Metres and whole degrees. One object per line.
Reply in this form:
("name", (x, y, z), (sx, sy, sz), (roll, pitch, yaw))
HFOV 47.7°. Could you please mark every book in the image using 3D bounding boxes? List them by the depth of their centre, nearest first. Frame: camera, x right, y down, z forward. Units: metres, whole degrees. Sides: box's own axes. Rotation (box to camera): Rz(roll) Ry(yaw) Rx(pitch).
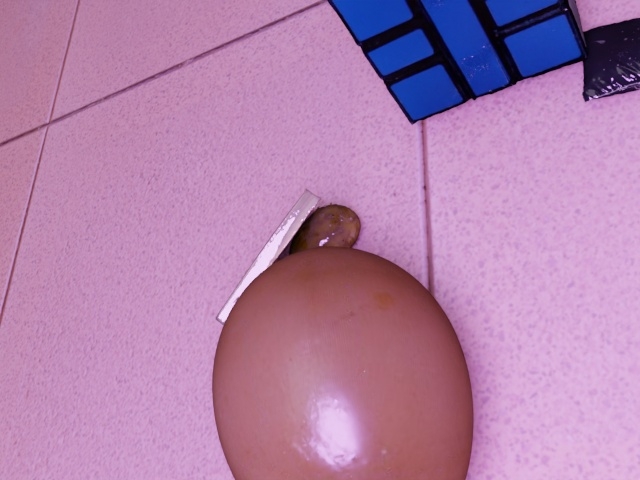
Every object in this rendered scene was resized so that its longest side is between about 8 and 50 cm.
("book", (-0.076, 0.022, 1.067), (0.025, 0.283, 0.214), (36, 90, -3))

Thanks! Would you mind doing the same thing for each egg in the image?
("egg", (0.025, 0.185, 0.849), (0.301, 0.301, 0.373), (-23, 56, 23))

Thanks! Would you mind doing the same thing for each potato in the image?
("potato", (0.000, 0.000, 1.119), (0.138, 0.070, 0.091), (-43, 34, 7))

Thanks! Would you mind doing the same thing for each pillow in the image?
("pillow", (0.450, -0.257, 0.955), (0.208, 0.055, 0.141), (-11, 50, 31))

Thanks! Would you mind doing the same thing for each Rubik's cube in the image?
("Rubik's cube", (0.190, -0.392, 1.037), (0.284, 0.288, 0.293), (-20, 44, 26))
